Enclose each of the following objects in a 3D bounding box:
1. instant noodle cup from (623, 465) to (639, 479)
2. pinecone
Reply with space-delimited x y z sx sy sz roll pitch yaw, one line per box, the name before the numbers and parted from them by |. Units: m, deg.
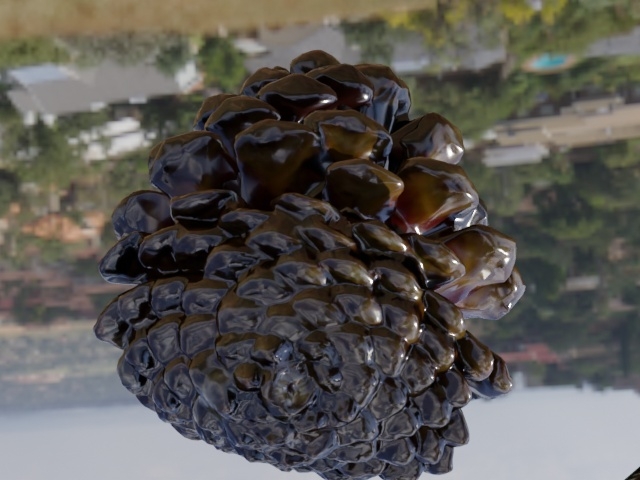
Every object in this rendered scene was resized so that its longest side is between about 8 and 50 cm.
instant noodle cup | 0.198 0.115 0.380 0.178 0.240 0.240 -43 -173 -20
pinecone | 0.003 0.001 0.755 0.246 0.292 0.246 4 131 4
